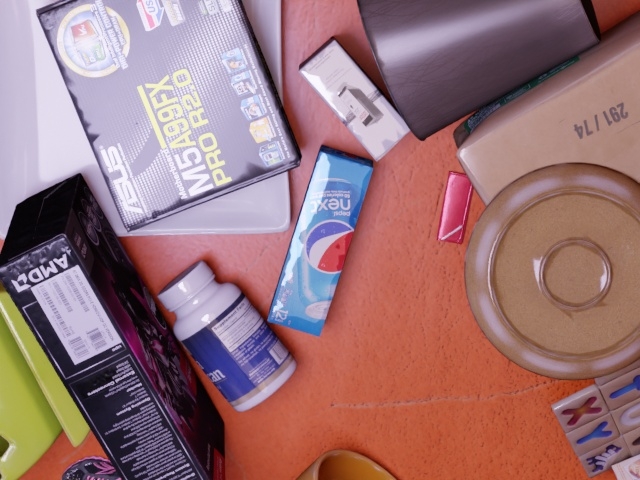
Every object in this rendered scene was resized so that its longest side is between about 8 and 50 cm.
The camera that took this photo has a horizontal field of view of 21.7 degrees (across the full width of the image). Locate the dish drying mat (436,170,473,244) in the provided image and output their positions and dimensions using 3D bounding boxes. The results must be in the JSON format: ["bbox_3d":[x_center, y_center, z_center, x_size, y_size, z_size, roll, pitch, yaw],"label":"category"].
[{"bbox_3d":[0.159,-0.038,1.970,0.032,0.008,0.083,10,100,0],"label":"dish drying mat"}]

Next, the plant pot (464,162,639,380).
[{"bbox_3d":[0.272,0.035,1.790,0.236,0.032,0.236,0,94,3],"label":"plant pot"}]

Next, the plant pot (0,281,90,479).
[{"bbox_3d":[-0.377,0.159,1.907,0.207,0.227,0.228,-26,99,-1],"label":"plant pot"}]

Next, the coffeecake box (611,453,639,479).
[{"bbox_3d":[0.458,0.299,1.975,0.185,0.068,0.142,-23,120,4],"label":"coffeecake box"}]

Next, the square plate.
[{"bbox_3d":[-0.211,-0.177,1.929,0.344,0.049,0.347,-2,100,1],"label":"square plate"}]

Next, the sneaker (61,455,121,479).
[{"bbox_3d":[-0.255,0.289,2.009,0.119,0.057,0.047,-2,102,2],"label":"sneaker"}]

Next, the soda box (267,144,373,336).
[{"bbox_3d":[0.000,0.000,1.947,0.067,0.071,0.210,17,100,-2],"label":"soda box"}]

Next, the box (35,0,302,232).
[{"bbox_3d":[-0.167,-0.172,1.874,0.216,0.060,0.270,-20,99,4],"label":"box"}]

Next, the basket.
[{"bbox_3d":[0.181,-0.237,1.836,0.227,0.154,0.204,-18,114,16],"label":"basket"}]

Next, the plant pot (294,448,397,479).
[{"bbox_3d":[0.009,0.382,1.964,0.205,0.205,0.188,44,114,-7],"label":"plant pot"}]

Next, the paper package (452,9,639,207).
[{"bbox_3d":[0.357,-0.075,1.877,0.325,0.168,0.309,-32,97,9],"label":"paper package"}]

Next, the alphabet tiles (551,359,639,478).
[{"bbox_3d":[0.440,0.158,1.911,0.342,0.011,0.285,-27,138,5],"label":"alphabet tiles"}]

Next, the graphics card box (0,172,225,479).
[{"bbox_3d":[-0.224,0.127,1.864,0.094,0.233,0.371,-27,108,6],"label":"graphics card box"}]

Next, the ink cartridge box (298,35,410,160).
[{"bbox_3d":[0.039,-0.163,1.903,0.056,0.099,0.135,-41,98,6],"label":"ink cartridge box"}]

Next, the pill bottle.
[{"bbox_3d":[-0.113,0.109,1.956,0.094,0.094,0.169,-37,97,7],"label":"pill bottle"}]
